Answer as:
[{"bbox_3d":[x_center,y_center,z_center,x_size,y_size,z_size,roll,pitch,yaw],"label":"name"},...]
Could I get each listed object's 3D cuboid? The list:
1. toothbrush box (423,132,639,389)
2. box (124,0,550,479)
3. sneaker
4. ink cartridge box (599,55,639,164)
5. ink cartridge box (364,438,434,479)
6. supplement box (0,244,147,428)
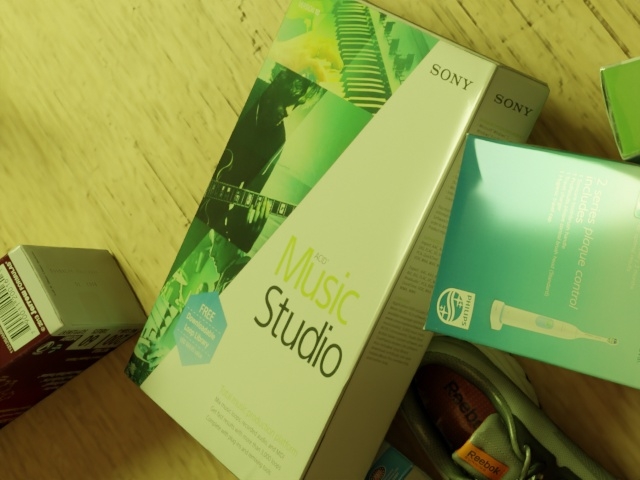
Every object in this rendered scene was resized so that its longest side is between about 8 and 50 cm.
[{"bbox_3d":[0.246,0.032,1.073,0.296,0.216,0.126,16,94,42],"label":"toothbrush box"},{"bbox_3d":[0.000,0.000,1.252,0.232,0.058,0.322,33,100,51],"label":"box"},{"bbox_3d":[0.141,0.168,1.213,0.271,0.108,0.100,45,102,17],"label":"sneaker"},{"bbox_3d":[0.291,-0.102,1.160,0.209,0.109,0.062,-15,83,21],"label":"ink cartridge box"},{"bbox_3d":[0.015,0.168,1.258,0.088,0.052,0.122,-51,40,-3],"label":"ink cartridge box"},{"bbox_3d":[-0.260,0.097,1.371,0.239,0.130,0.073,-34,76,19],"label":"supplement box"}]
